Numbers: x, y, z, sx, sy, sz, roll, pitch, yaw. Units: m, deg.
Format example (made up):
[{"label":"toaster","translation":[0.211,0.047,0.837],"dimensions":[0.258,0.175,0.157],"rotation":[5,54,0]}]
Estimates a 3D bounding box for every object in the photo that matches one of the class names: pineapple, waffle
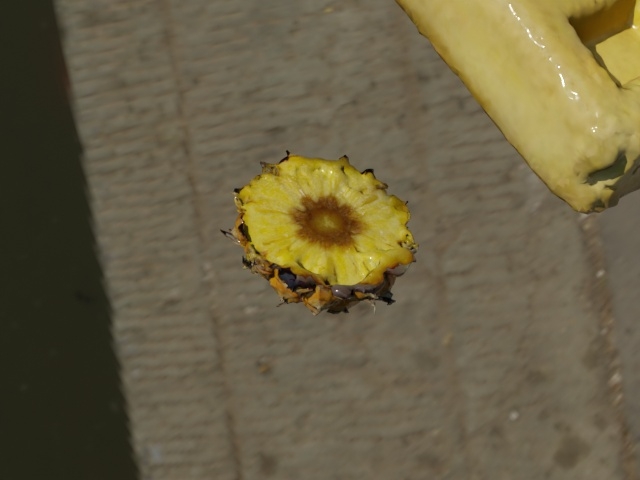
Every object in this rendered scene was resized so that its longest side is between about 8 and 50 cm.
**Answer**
[{"label":"pineapple","translation":[0.000,0.000,2.006],"dimensions":[0.225,0.225,0.076],"rotation":[31,137,15]},{"label":"waffle","translation":[0.089,-0.146,0.830],"dimensions":[0.274,0.168,0.057],"rotation":[52,139,16]}]
